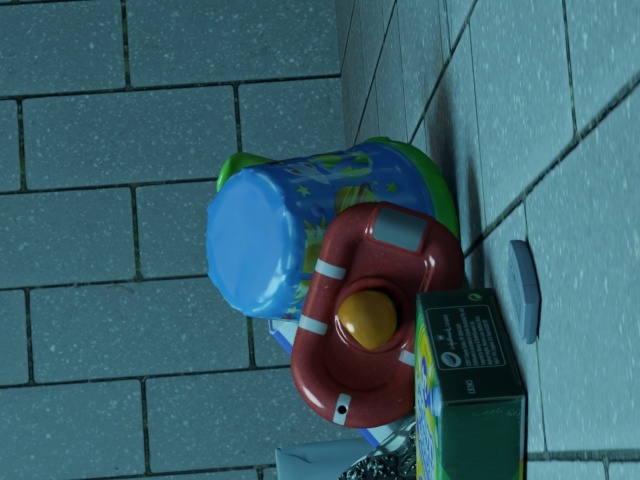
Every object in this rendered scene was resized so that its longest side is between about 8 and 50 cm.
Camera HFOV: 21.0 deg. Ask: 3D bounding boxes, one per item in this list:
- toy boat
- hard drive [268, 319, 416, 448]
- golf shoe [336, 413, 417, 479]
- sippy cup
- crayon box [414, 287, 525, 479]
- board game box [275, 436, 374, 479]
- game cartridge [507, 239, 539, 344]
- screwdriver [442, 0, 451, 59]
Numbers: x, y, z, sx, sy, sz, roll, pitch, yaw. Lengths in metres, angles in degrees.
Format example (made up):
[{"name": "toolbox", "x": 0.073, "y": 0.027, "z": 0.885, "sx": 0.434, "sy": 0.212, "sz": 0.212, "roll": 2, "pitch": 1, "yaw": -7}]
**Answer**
[{"name": "toy boat", "x": 0.051, "y": 0.079, "z": 1.748, "sx": 0.151, "sy": 0.151, "sz": 0.231, "roll": -19, "pitch": -55, "yaw": -80}, {"name": "hard drive", "x": 0.050, "y": 0.184, "z": 2.147, "sx": 0.319, "sy": 0.040, "sz": 0.210, "roll": 49, "pitch": -172, "yaw": -15}, {"name": "golf shoe", "x": 0.097, "y": 0.257, "z": 2.003, "sx": 0.077, "sy": 0.198, "sz": 0.094, "roll": 52, "pitch": -163, "yaw": -1}, {"name": "sippy cup", "x": 0.000, "y": 0.000, "z": 1.959, "sx": 0.305, "sy": 0.224, "sz": 0.240, "roll": -11, "pitch": 83, "yaw": 49}, {"name": "crayon box", "x": 0.142, "y": 0.236, "z": 1.683, "sx": 0.203, "sy": 0.083, "sz": 0.323, "roll": -98, "pitch": 4, "yaw": -63}, {"name": "board game box", "x": 0.056, "y": 0.419, "z": 2.387, "sx": 0.097, "sy": 0.224, "sz": 0.303, "roll": -102, "pitch": 8, "yaw": -57}, {"name": "game cartridge", "x": 0.172, "y": 0.040, "z": 1.462, "sx": 0.083, "sy": 0.017, "sz": 0.056, "roll": -97, "pitch": 0, "yaw": -50}, {"name": "screwdriver", "x": 0.134, "y": -0.280, "z": 1.881, "sx": 0.025, "sy": 0.024, "sz": 0.170, "roll": -43, "pitch": -51, "yaw": -54}]
